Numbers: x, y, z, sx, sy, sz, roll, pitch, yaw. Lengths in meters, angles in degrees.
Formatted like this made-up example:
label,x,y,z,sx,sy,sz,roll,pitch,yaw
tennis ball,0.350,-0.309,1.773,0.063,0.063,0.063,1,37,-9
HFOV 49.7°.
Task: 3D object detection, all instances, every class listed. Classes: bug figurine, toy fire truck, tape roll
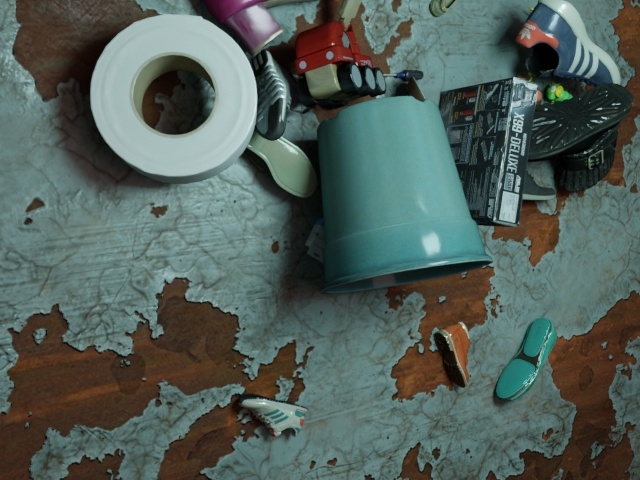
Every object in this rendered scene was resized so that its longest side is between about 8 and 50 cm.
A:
label,x,y,z,sx,sy,sz,roll,pitch,yaw
bug figurine,0.579,-0.444,1.745,0.216,0.072,0.279,20,83,-29
toy fire truck,0.041,-0.402,1.366,0.217,0.158,0.247,-20,97,-64
tape roll,-0.252,-0.246,1.220,0.286,0.100,0.287,0,87,-5

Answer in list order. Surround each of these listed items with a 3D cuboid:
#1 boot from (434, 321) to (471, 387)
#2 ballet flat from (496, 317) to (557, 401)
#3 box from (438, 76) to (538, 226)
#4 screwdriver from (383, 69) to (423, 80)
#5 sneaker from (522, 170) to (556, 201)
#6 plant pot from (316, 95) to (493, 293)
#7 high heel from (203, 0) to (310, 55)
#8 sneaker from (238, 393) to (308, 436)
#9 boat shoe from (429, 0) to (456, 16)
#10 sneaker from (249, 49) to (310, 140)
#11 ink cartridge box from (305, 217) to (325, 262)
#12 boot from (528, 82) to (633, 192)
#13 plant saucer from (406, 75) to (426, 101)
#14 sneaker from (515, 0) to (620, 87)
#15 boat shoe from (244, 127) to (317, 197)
label,x,y,z,sx,sy,sz,roll,pitch,yaw
boot,0.339,0.275,1.673,0.084,0.059,0.158,-26,105,-30
ballet flat,0.540,0.318,1.777,0.087,0.083,0.247,42,75,-40
box,0.349,-0.189,1.538,0.076,0.242,0.308,8,89,-29
screwdriver,0.158,-0.367,1.545,0.169,0.024,0.025,-11,70,-27
sneaker,0.502,-0.156,1.717,0.221,0.083,0.118,1,88,-32
plant pot,0.142,-0.087,1.380,0.340,0.341,0.334,-4,80,-29
high heel,-0.063,-0.540,1.356,0.377,0.127,0.181,-46,106,-23
sneaker,-0.101,0.366,1.431,0.161,0.057,0.075,20,78,-32
boat shoe,0.310,-0.582,1.598,0.056,0.048,0.153,44,73,-24
sneaker,-0.064,-0.266,1.345,0.132,0.086,0.229,25,42,-39
ink cartridge box,0.000,0.000,1.478,0.048,0.028,0.083,32,78,-27
boot,0.598,-0.219,1.710,0.347,0.131,0.260,-19,147,-7
plant saucer,0.231,-0.283,1.530,0.029,0.168,0.169,-27,110,10
sneaker,0.582,-0.426,1.650,0.350,0.131,0.148,32,103,-35
boat shoe,-0.096,-0.176,1.388,0.081,0.068,0.227,-48,114,-3
